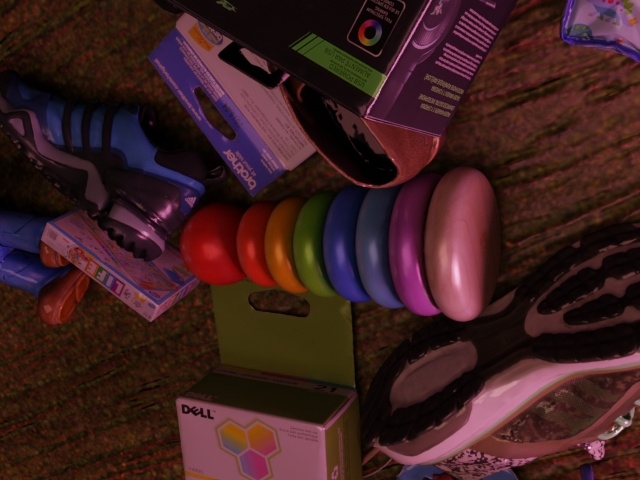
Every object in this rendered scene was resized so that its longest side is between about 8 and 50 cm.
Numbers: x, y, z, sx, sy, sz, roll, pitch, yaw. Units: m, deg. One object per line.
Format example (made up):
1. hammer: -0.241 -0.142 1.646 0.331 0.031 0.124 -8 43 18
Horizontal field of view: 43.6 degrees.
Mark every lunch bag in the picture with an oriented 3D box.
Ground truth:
1. lunch bag: 0.241 -0.219 0.597 0.096 0.129 0.151 21 117 14

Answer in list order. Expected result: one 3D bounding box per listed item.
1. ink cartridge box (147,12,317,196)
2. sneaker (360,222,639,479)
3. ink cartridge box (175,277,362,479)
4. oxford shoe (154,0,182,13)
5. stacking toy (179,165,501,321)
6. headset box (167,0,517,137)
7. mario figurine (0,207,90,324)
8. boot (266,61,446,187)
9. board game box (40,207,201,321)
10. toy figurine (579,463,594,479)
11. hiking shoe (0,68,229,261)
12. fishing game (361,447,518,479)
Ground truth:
1. ink cartridge box: -0.003 -0.199 0.747 0.311 0.065 0.185 -36 94 27
2. sneaker: 0.244 0.123 0.749 0.410 0.158 0.182 -28 123 28
3. ink cartridge box: -0.061 0.170 0.890 0.189 0.097 0.255 5 110 25
4. oxford shoe: -0.120 -0.315 0.743 0.083 0.096 0.227 34 139 13
5. stacking toy: 0.000 0.000 0.791 0.330 0.141 0.141 1 110 28
6. headset box: 0.019 -0.234 0.525 0.246 0.131 0.283 36 108 23
7. mario figurine: -0.449 0.012 0.952 0.321 0.170 0.198 15 84 10
8. boot: -0.011 -0.175 0.663 0.112 0.115 0.305 -36 92 32
9. board game box: -0.218 0.017 0.898 0.154 0.103 0.026 36 119 7
10. toy figurine: 0.306 0.320 0.761 0.191 0.362 0.217 -20 62 15
11. hiking shoe: -0.241 -0.105 0.875 0.304 0.113 0.132 39 76 20
12. fishing game: 0.161 0.315 0.890 0.264 0.041 0.189 46 123 1
